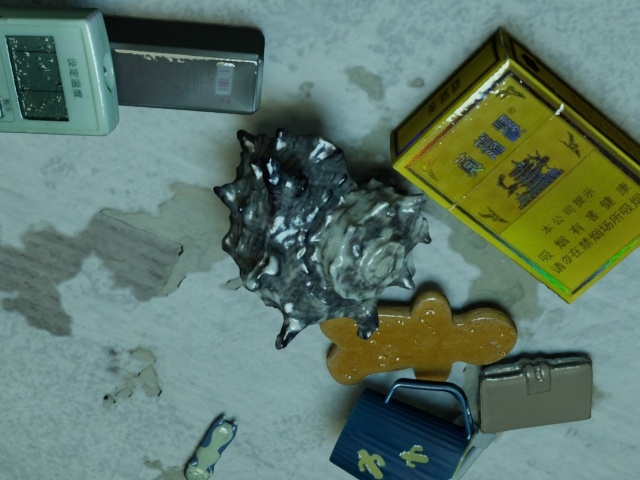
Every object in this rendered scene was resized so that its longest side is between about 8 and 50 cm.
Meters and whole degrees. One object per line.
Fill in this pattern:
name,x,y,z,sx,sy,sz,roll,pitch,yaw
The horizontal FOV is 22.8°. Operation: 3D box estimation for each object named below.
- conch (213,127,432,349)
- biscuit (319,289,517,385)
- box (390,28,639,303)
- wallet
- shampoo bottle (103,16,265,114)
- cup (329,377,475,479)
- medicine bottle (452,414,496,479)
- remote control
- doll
conch,0.008,-0.010,1.857,0.241,0.186,0.313,-31,119,16
biscuit,0.126,0.123,2.031,0.250,0.036,0.165,-4,133,3
box,0.255,-0.083,1.874,0.301,0.084,0.193,37,115,-22
wallet,0.281,0.200,2.080,0.153,0.038,0.118,-5,131,-3
shampoo bottle,-0.187,-0.199,1.793,0.246,0.079,0.080,4,122,-4
cup,0.111,0.253,2.039,0.155,0.131,0.176,25,98,6
medicine bottle,0.145,0.327,2.155,0.092,0.061,0.220,20,119,-36
remote control,-0.394,-0.190,1.761,0.344,0.050,0.145,2,120,16
doll,-0.148,0.283,2.135,0.037,0.027,0.125,26,119,-9
